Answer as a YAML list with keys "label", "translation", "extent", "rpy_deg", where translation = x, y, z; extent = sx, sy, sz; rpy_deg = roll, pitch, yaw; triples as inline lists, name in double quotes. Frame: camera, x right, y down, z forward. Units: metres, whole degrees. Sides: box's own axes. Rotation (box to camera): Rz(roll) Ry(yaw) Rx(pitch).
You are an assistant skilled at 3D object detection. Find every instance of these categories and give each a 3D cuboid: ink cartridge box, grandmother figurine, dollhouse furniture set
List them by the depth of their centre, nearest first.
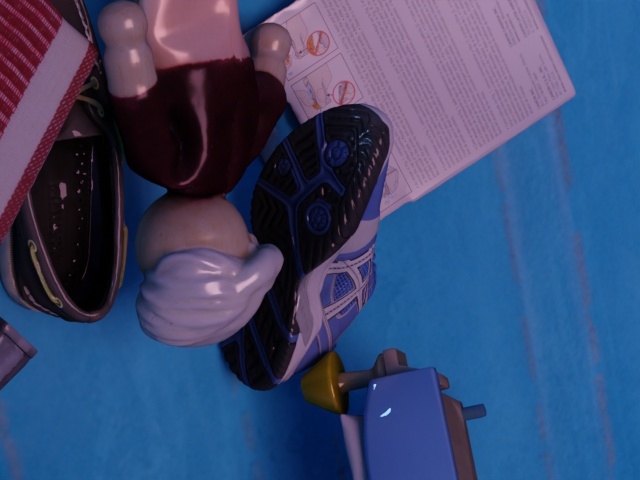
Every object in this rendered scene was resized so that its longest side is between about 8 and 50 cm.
- label: "grandmother figurine"
  translation: [-0.077, -0.106, 1.051]
  extent: [0.208, 0.104, 0.342]
  rpy_deg: [-7, 97, -53]
- label: "ink cartridge box"
  translation: [0.047, -0.120, 1.212]
  extent: [0.225, 0.056, 0.181]
  rpy_deg: [-33, 119, -6]
- label: "dollhouse furniture set"
  translation: [0.039, 0.241, 1.253]
  extent: [0.286, 0.198, 0.303]
  rpy_deg: [29, 49, -73]

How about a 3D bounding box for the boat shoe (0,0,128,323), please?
- label: "boat shoe"
  translation: [-0.154, -0.063, 1.042]
  extent: [0.081, 0.069, 0.227]
  rpy_deg: [-14, 108, -35]

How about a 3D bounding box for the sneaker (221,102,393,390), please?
- label: "sneaker"
  translation: [0.000, 0.000, 1.156]
  extent: [0.081, 0.080, 0.211]
  rpy_deg: [-11, 134, -48]

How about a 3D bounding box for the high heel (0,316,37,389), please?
- label: "high heel"
  translation: [-0.299, 0.060, 0.950]
  extent: [0.186, 0.093, 0.261]
  rpy_deg: [-50, 122, -9]

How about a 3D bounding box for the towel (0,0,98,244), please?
- label: "towel"
  translation: [-0.258, -0.085, 0.833]
  extent: [0.329, 0.037, 0.237]
  rpy_deg: [43, 67, -48]
